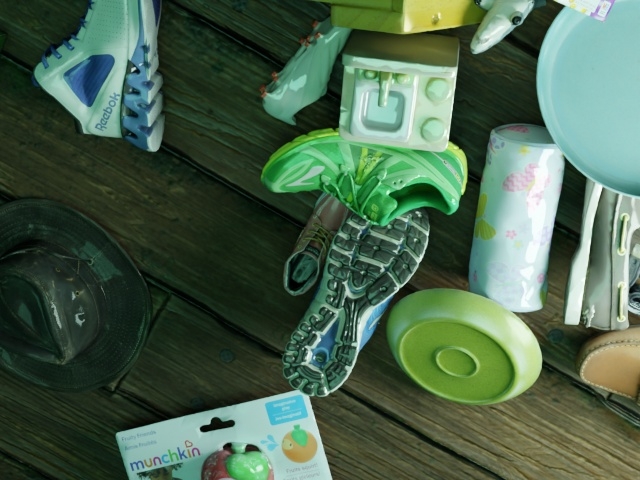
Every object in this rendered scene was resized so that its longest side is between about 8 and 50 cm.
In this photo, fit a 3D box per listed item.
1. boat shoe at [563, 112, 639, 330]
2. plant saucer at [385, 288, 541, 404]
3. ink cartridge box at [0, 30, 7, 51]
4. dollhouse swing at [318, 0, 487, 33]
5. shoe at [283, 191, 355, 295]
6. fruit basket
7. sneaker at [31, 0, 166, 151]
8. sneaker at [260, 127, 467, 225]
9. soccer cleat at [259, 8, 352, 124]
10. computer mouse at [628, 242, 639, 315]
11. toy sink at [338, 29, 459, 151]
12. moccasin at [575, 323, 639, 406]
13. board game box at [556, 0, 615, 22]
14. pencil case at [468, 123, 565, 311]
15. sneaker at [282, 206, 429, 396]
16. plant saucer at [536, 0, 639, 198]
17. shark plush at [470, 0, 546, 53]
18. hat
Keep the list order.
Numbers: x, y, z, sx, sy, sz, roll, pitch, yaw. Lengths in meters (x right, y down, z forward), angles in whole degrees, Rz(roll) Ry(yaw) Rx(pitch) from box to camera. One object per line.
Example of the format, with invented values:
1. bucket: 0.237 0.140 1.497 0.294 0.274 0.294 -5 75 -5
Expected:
1. boat shoe: 0.419 -0.031 1.894 0.097 0.116 0.324 10 100 7
2. plant saucer: 0.207 0.170 1.980 0.241 0.037 0.241 13 137 13
3. ink cartridge box: -0.559 -0.234 1.979 0.109 0.062 0.209 26 110 -2
4. dollhouse swing: 0.074 -0.482 1.813 0.305 0.315 0.346 20 116 44
5. shoe: 0.000 0.000 1.982 0.063 0.081 0.178 28 109 -3
6. fruit basket: -0.130 0.437 2.103 0.327 0.165 0.353 -14 103 11
7. sneaker: -0.324 -0.280 1.903 0.182 0.127 0.315 2 110 4
8. sneaker: 0.063 -0.086 1.882 0.296 0.109 0.123 0 65 -2
9. soccer cleat: -0.007 -0.252 1.913 0.076 0.068 0.196 35 111 -21
10. computer mouse: 0.548 0.015 1.939 0.184 0.060 0.262 17 121 -4
11. toy sink: 0.108 -0.204 1.822 0.153 0.234 0.131 6 109 4
12. moccasin: 0.560 0.230 1.955 0.380 0.147 0.139 21 129 -3
13. board game box: 0.347 -0.448 1.723 0.142 0.144 0.275 11 112 -44
14. pencil case: 0.288 -0.032 1.923 0.124 0.113 0.273 0 110 -12
15. sneaker: 0.047 0.073 1.983 0.130 0.147 0.330 32 90 0
16. plant saucer: 0.447 -0.207 1.820 0.318 0.044 0.317 1 80 -4
17. shark plush: 0.254 -0.309 1.821 0.073 0.161 0.067 25 129 16
18. hat: -0.428 0.107 2.042 0.331 0.134 0.331 2 108 5
